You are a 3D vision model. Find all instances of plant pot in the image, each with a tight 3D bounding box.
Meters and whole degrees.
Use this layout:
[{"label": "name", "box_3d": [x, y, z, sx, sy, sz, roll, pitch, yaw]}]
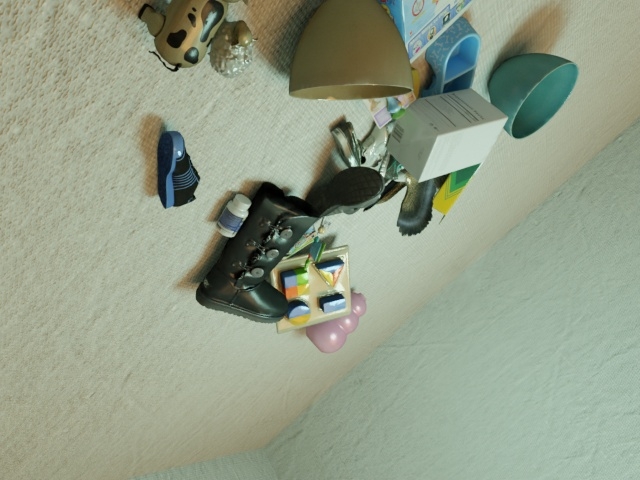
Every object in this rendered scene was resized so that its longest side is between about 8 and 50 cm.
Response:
[{"label": "plant pot", "box_3d": [0.237, -0.457, 1.320, 0.081, 0.081, 0.083, -17, 137, -32]}, {"label": "plant pot", "box_3d": [0.706, -0.529, 1.601, 0.290, 0.195, 0.290, -27, 148, -18]}, {"label": "plant pot", "box_3d": [0.068, -0.428, 1.033, 0.283, 0.284, 0.191, -10, 104, -39]}]

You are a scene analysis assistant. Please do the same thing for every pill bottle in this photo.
[{"label": "pill bottle", "box_3d": [-0.251, -0.074, 1.335, 0.067, 0.067, 0.120, 3, 131, -49]}]

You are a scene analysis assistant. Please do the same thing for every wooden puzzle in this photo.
[{"label": "wooden puzzle", "box_3d": [-0.024, 0.203, 1.782, 0.321, 0.080, 0.348, -12, 120, -18]}]

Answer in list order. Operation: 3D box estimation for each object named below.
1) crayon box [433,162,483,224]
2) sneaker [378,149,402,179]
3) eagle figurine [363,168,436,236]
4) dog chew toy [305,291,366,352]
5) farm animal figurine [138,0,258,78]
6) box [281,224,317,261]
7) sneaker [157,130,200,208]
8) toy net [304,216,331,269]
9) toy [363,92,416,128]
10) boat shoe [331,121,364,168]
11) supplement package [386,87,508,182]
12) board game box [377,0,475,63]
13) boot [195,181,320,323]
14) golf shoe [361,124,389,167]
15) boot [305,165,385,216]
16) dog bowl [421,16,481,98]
[{"label": "crayon box", "box_3d": [0.555, -0.241, 1.873, 0.203, 0.083, 0.323, -46, 166, -53]}, {"label": "sneaker", "box_3d": [0.248, -0.271, 1.533, 0.065, 0.076, 0.167, 112, -1, -78]}, {"label": "eagle figurine", "box_3d": [0.304, -0.194, 1.631, 0.224, 0.226, 0.299, 15, 111, -11]}, {"label": "dog chew toy", "box_3d": [0.089, 0.381, 2.210, 0.331, 0.206, 0.207, -43, 151, -6]}, {"label": "farm animal figurine", "box_3d": [-0.210, -0.435, 0.774, 0.330, 0.172, 0.327, -7, 138, -42]}, {"label": "box", "box_3d": [-0.111, 0.006, 1.627, 0.206, 0.036, 0.114, -33, 150, -8]}, {"label": "sneaker", "box_3d": [-0.336, -0.172, 1.105, 0.090, 0.081, 0.232, -19, 152, -34]}, {"label": "toy net", "box_3d": [0.000, 0.000, 1.585, 0.232, 0.045, 0.122, -69, 178, -47]}, {"label": "toy", "box_3d": [0.166, -0.425, 1.224, 0.136, 0.056, 0.237, -39, 128, 1]}, {"label": "boat shoe", "box_3d": [0.101, -0.277, 1.421, 0.070, 0.078, 0.219, -35, 149, -1]}, {"label": "supplement package", "box_3d": [0.384, -0.328, 1.411, 0.292, 0.175, 0.178, -18, 145, -27]}, {"label": "board game box", "box_3d": [0.253, -0.618, 1.045, 0.308, 0.086, 0.302, -45, 151, -12]}, {"label": "boot", "box_3d": [-0.150, 0.057, 1.503, 0.366, 0.146, 0.445, 16, 116, -43]}, {"label": "golf shoe", "box_3d": [0.164, -0.301, 1.472, 0.085, 0.069, 0.176, -15, 142, -24]}, {"label": "boot", "box_3d": [0.125, -0.159, 1.491, 0.222, 0.118, 0.338, -8, 177, -41]}, {"label": "dog bowl", "box_3d": [0.403, -0.524, 1.408, 0.165, 0.074, 0.297, -31, 150, -12]}]
